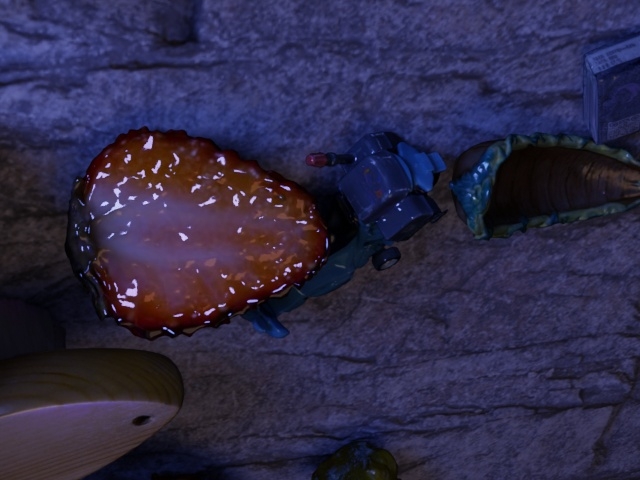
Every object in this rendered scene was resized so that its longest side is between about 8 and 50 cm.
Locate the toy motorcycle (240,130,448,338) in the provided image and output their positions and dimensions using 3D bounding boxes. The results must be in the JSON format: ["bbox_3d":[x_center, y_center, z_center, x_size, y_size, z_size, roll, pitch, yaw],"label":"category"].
[{"bbox_3d":[0.000,0.000,1.268,0.272,0.123,0.182,-41,160,30],"label":"toy motorcycle"}]

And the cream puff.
[{"bbox_3d":[0.055,0.342,1.694,0.146,0.146,0.116,-34,123,19],"label":"cream puff"}]

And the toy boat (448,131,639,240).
[{"bbox_3d":[0.239,-0.058,1.298,0.293,0.099,0.108,-4,111,-37],"label":"toy boat"}]

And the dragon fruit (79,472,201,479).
[{"bbox_3d":[-0.231,0.368,1.651,0.286,0.228,0.329,-37,131,-31],"label":"dragon fruit"}]

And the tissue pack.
[{"bbox_3d":[0.336,-0.161,1.258,0.156,0.051,0.112,-19,146,-1],"label":"tissue pack"}]

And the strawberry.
[{"bbox_3d":[-0.109,-0.007,1.171,0.237,0.190,0.111,2,-175,0],"label":"strawberry"}]

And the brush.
[{"bbox_3d":[-0.275,0.141,1.271,0.267,0.166,0.174,-14,141,-8],"label":"brush"}]
